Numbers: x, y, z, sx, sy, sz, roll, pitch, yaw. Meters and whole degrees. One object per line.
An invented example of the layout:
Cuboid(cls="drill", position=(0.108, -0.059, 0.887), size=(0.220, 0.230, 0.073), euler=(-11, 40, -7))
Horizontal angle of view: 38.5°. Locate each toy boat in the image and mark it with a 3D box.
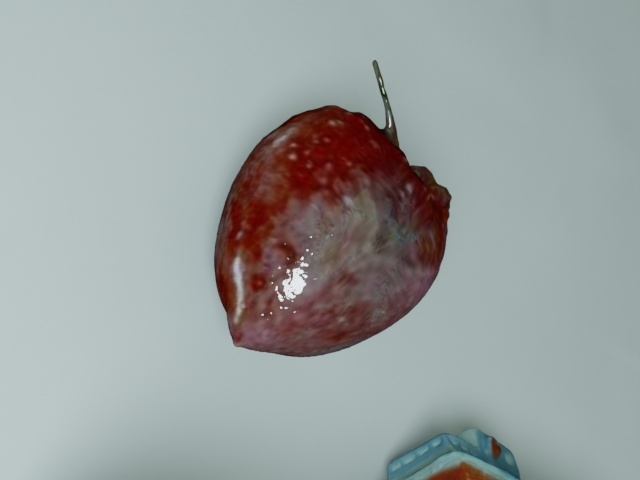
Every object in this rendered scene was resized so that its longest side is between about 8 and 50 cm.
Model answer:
Cuboid(cls="toy boat", position=(0.195, 0.286, 0.887), size=(0.332, 0.145, 0.133), euler=(35, 30, -28))

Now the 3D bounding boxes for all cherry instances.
Cuboid(cls="cherry", position=(0.000, 0.000, 0.771), size=(0.249, 0.175, 0.192), euler=(-53, 128, -33))
